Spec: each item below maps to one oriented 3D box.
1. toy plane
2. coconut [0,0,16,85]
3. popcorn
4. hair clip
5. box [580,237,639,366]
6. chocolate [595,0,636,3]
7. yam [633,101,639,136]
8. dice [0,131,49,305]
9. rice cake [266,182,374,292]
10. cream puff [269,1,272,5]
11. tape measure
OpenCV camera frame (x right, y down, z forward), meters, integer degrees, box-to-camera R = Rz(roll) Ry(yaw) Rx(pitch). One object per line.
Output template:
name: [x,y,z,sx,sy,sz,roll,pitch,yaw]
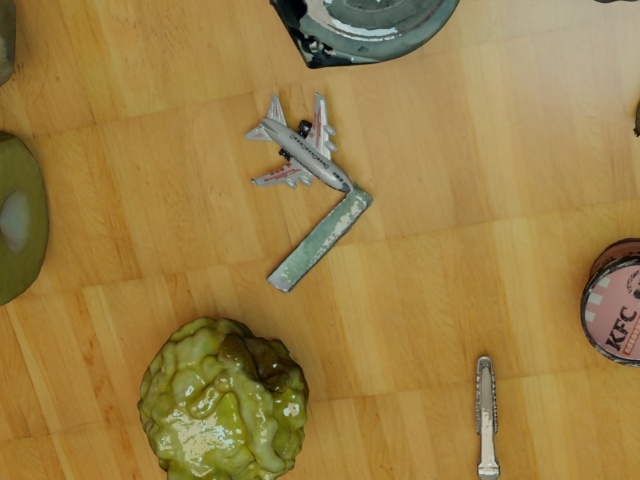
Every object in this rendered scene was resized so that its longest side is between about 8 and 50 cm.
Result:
toy plane: [-0.021,-0.124,1.332,0.171,0.065,0.162,36,111,-4]
coconut: [-0.536,-0.291,1.294,0.259,0.259,0.259,4,109,10]
popcorn: [-0.134,0.249,1.388,0.293,0.293,0.237,45,93,-6]
hair clip: [0.252,0.278,1.427,0.034,0.072,0.226,-3,99,7]
box: [0.429,0.075,1.274,0.151,0.135,0.151,5,111,13]
chocolate: [0.328,-0.394,1.078,0.303,0.303,0.213,25,137,2]
yam: [0.530,-0.159,1.179,0.238,0.128,0.129,20,149,5]
dice: [-0.552,-0.031,1.383,0.233,0.227,0.238,3,108,11]
rice cake: [0.000,0.000,1.387,0.043,0.034,0.211,45,112,4]
cream puff: [-0.028,-0.330,1.266,0.083,0.058,0.083,-35,101,19]
tape measure: [0.049,-0.344,1.167,0.275,0.147,0.256,-32,100,0]
